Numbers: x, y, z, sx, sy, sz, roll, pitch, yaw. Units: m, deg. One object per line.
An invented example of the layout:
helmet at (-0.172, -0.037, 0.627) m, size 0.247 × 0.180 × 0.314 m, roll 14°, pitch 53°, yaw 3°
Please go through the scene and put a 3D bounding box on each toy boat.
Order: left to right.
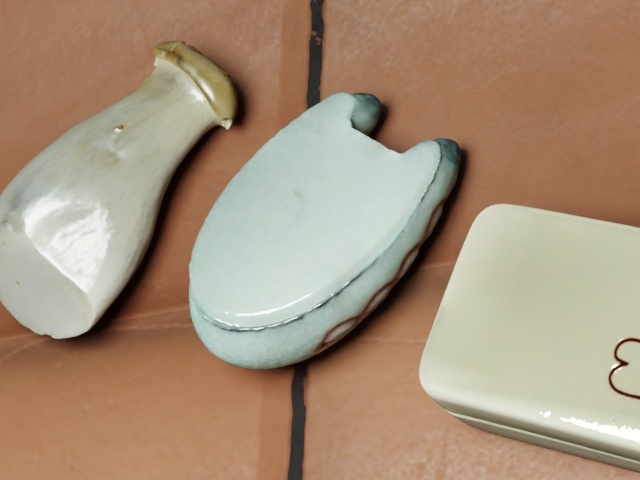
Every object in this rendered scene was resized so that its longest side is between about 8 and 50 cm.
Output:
toy boat at (0.000, 0.000, 1.233) m, size 0.134 × 0.079 × 0.207 m, roll 32°, pitch 75°, yaw 29°

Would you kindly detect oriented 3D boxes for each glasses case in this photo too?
glasses case at (0.214, 0.070, 1.062) m, size 0.313 × 0.070 × 0.131 m, roll 13°, pitch 75°, yaw 34°

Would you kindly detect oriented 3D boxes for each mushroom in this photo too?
mushroom at (-0.150, -0.040, 1.326) m, size 0.116 × 0.093 × 0.225 m, roll 29°, pitch 74°, yaw 18°
